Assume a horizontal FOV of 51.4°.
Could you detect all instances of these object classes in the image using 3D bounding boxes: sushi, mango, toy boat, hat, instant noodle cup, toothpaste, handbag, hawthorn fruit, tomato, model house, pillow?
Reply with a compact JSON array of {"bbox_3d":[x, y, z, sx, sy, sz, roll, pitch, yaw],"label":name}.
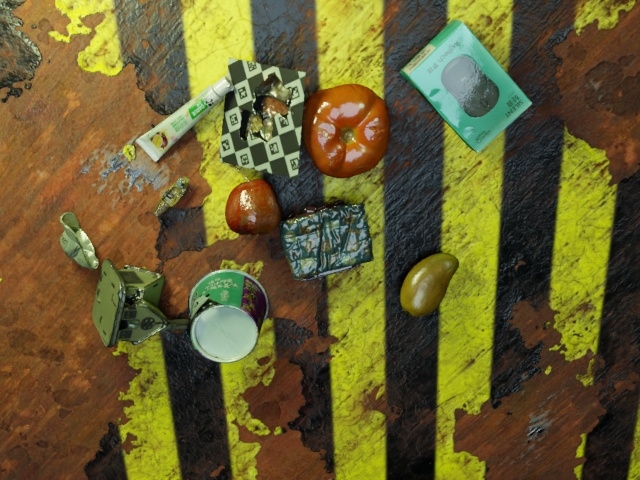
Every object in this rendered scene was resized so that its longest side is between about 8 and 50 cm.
[{"bbox_3d":[-0.143,-0.326,1.788,0.294,0.059,0.291,20,112,33],"label":"sushi"},{"bbox_3d":[0.330,0.130,2.029,0.136,0.099,0.227,36,97,-11],"label":"mango"},{"bbox_3d":[-0.424,-0.125,1.902,0.047,0.049,0.149,40,103,-16],"label":"toy boat"},{"bbox_3d":[-0.702,0.005,1.893,0.081,0.122,0.166,-21,135,-8],"label":"hat"},{"bbox_3d":[-0.279,0.234,1.973,0.251,0.190,0.251,-1,111,-3],"label":"instant noodle cup"},{"bbox_3d":[-0.369,-0.340,1.827,0.314,0.056,0.058,-37,64,14],"label":"toothpaste"},{"bbox_3d":[0.000,-0.001,1.968,0.203,0.074,0.216,-19,109,3],"label":"handbag"},{"bbox_3d":[-0.193,-0.116,1.877,0.163,0.162,0.203,-2,99,-3],"label":"hawthorn fruit"},{"bbox_3d":[0.069,-0.298,1.801,0.260,0.180,0.259,-2,113,-5],"label":"tomato"},{"bbox_3d":[-0.506,0.180,1.971,0.279,0.205,0.218,2,115,-37],"label":"model house"},{"bbox_3d":[0.018,0.003,1.912,0.256,0.034,0.188,-13,109,2],"label":"pillow"}]

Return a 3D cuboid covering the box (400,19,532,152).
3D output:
[{"bbox_3d":[0.396,-0.416,1.812,0.205,0.118,0.311,-42,108,13],"label":"box"}]
